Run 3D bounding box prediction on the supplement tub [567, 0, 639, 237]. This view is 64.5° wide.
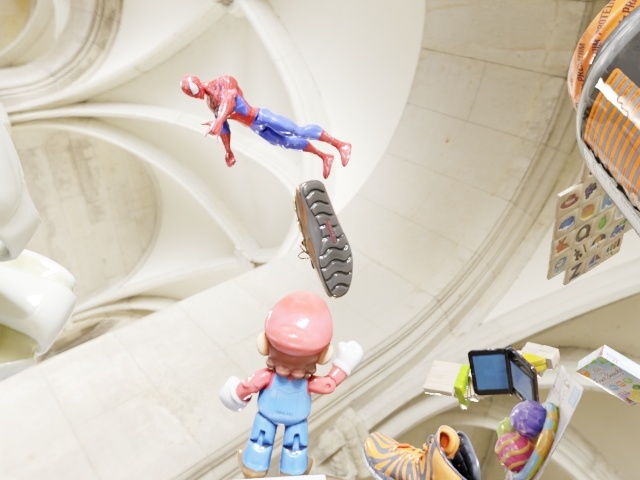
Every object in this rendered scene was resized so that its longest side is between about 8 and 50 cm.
[{"bbox_3d":[0.324,-0.057,0.354,0.338,0.207,0.207,-96,-164,-44],"label":"supplement tub"}]

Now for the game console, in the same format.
[{"bbox_3d":[0.390,0.302,1.078,0.124,0.085,0.144,-130,-161,-58],"label":"game console"}]

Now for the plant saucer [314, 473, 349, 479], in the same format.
[{"bbox_3d":[0.054,0.483,0.960,0.198,0.198,0.036,-6,-117,54],"label":"plant saucer"}]

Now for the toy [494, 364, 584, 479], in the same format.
[{"bbox_3d":[0.251,0.270,0.653,0.056,0.137,0.237,22,-86,14],"label":"toy"}]

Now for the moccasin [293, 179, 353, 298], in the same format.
[{"bbox_3d":[-0.003,0.001,1.616,0.380,0.139,0.147,67,-23,5],"label":"moccasin"}]

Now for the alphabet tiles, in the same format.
[{"bbox_3d":[0.579,-0.063,1.038,0.011,0.285,0.343,48,-20,46],"label":"alphabet tiles"}]

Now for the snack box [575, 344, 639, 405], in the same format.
[{"bbox_3d":[0.673,0.306,1.146,0.141,0.037,0.100,32,-36,10],"label":"snack box"}]

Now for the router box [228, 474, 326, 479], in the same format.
[{"bbox_3d":[-0.145,0.360,0.417,0.301,0.335,0.082,-99,-171,-59],"label":"router box"}]

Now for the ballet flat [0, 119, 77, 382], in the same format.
[{"bbox_3d":[-0.253,0.001,0.297,0.483,0.181,0.164,101,-7,-51],"label":"ballet flat"}]

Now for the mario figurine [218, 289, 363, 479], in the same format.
[{"bbox_3d":[-0.050,0.242,0.890,0.170,0.198,0.321,18,-82,49],"label":"mario figurine"}]

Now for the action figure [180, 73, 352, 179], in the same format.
[{"bbox_3d":[-0.092,-0.151,0.779,0.091,0.280,0.139,-28,-138,53],"label":"action figure"}]

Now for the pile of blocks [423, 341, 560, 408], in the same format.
[{"bbox_3d":[0.466,0.386,1.367,0.362,0.149,0.113,-16,-65,14],"label":"pile of blocks"}]

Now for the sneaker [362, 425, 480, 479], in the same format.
[{"bbox_3d":[0.209,0.435,1.015,0.321,0.124,0.180,24,-74,55],"label":"sneaker"}]
